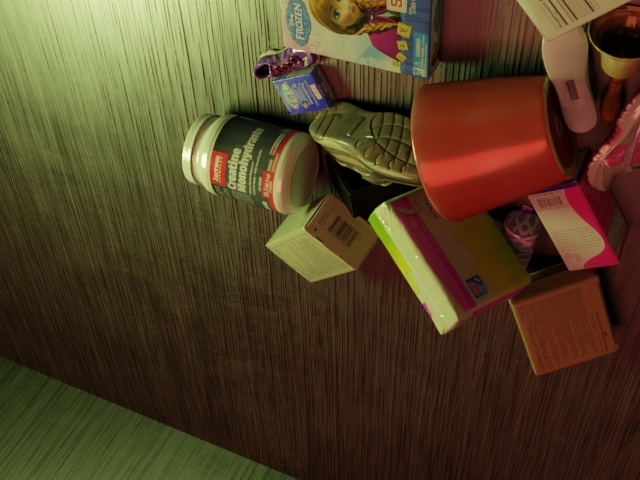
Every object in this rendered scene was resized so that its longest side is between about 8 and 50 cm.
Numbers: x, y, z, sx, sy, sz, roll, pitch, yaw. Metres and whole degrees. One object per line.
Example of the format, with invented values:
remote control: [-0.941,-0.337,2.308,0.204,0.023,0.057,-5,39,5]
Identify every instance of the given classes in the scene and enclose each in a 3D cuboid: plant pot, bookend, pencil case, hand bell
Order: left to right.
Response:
bookend: [0.112,-0.145,2.043,0.157,0.156,0.072,-19,133,-8]
plant pot: [0.335,-0.187,1.732,0.243,0.275,0.275,-11,126,29]
pencil case: [0.419,0.023,2.018,0.086,0.088,0.206,27,142,12]
hand bell: [0.522,-0.281,1.625,0.126,0.126,0.242,17,151,18]

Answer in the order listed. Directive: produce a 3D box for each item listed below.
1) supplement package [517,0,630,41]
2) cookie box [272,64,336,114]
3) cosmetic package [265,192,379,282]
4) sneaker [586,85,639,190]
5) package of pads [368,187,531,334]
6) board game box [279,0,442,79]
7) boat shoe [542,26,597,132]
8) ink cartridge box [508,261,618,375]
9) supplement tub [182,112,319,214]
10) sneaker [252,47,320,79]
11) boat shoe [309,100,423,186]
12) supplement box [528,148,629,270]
supplement package: [0.419,-0.474,1.385,0.262,0.199,0.198,-21,119,46]
cookie box: [-0.035,-0.323,1.990,0.107,0.040,0.092,-3,130,37]
cosmetic package: [0.000,0.000,2.179,0.160,0.113,0.309,39,163,-11]
sneaker: [0.573,-0.168,1.680,0.111,0.103,0.252,34,145,12]
package of pads: [0.274,0.018,1.925,0.297,0.229,0.101,59,148,14]
board game box: [0.071,-0.478,1.729,0.318,0.066,0.319,16,139,20]
boat shoe: [0.450,-0.305,1.648,0.080,0.076,0.229,-13,119,23]
ink cartridge box: [0.529,0.167,2.036,0.193,0.088,0.235,-20,124,9]
supplement tub: [-0.157,-0.179,2.109,0.272,0.191,0.191,16,139,19]
sneaker: [-0.072,-0.370,1.942,0.170,0.071,0.068,-12,124,41]
boat shoe: [0.127,-0.188,1.921,0.355,0.132,0.130,34,168,46]
supplement box: [0.515,-0.058,1.844,0.111,0.114,0.220,-10,124,40]
